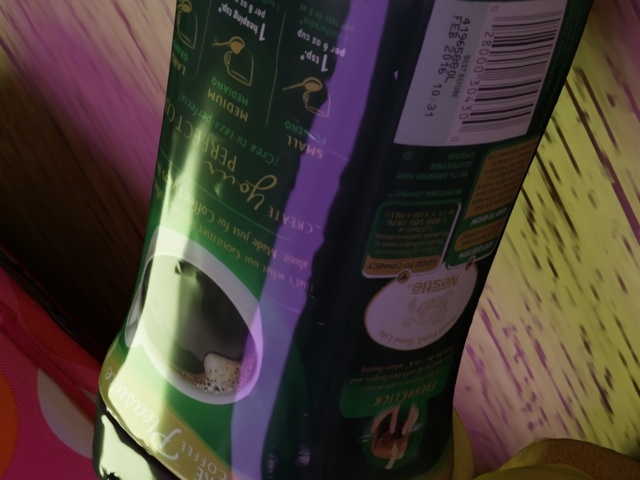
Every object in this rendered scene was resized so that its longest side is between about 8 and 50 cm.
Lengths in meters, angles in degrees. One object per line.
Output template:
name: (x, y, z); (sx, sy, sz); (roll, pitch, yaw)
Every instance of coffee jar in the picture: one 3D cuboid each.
coffee jar: (0.000, 0.000, 0.490); (0.096, 0.079, 0.184); (36, 122, 38)

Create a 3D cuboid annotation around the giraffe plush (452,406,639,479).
giraffe plush: (0.050, 0.126, 0.591); (0.181, 0.210, 0.170); (21, 126, -4)

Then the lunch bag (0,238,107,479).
lunch bag: (-0.142, 0.079, 0.819); (0.293, 0.120, 0.258); (45, 176, 8)
